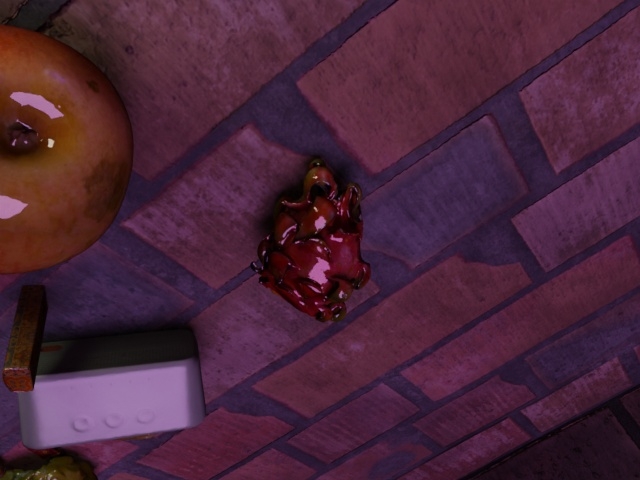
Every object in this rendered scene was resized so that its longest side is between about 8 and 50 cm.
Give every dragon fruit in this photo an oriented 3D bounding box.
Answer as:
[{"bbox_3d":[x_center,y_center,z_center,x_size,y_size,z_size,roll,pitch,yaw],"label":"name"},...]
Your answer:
[{"bbox_3d":[-0.007,0.013,1.138,0.228,0.243,0.307,16,140,19],"label":"dragon fruit"}]

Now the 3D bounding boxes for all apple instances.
[{"bbox_3d":[-0.445,-0.121,0.774,0.364,0.364,0.364,-9,133,-10],"label":"apple"}]

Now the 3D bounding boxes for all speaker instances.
[{"bbox_3d":[-0.480,0.337,1.294,0.406,0.183,0.184,-3,112,-16],"label":"speaker"}]

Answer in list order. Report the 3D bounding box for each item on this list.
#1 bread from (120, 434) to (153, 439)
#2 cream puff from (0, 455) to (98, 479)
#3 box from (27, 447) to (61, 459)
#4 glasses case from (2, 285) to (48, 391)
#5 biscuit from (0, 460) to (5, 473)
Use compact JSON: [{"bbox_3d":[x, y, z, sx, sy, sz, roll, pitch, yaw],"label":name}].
[{"bbox_3d":[-0.526,0.449,1.444,0.196,0.102,0.138,6,125,-20],"label":"bread"},{"bbox_3d":[-0.777,0.738,1.556,0.282,0.185,0.281,-9,140,-8],"label":"cream puff"},{"bbox_3d":[-0.767,0.574,1.529,0.052,0.023,0.082,-21,133,3],"label":"box"},{"bbox_3d":[-0.593,0.193,1.112,0.049,0.218,0.075,1,130,-18],"label":"glasses case"},{"bbox_3d":[-0.999,0.589,1.453,0.301,0.043,0.278,26,117,-36],"label":"biscuit"}]
